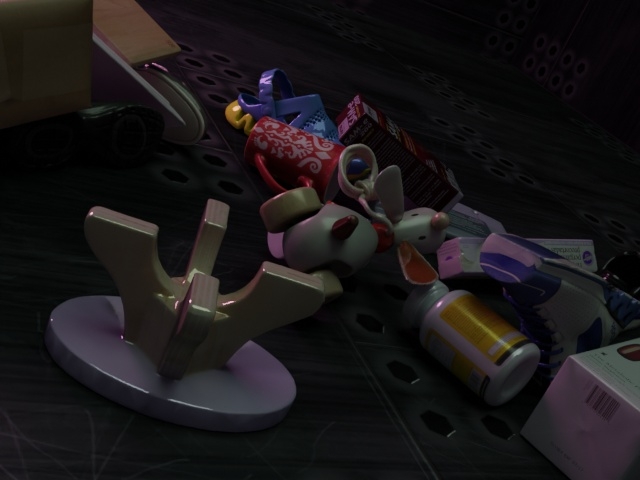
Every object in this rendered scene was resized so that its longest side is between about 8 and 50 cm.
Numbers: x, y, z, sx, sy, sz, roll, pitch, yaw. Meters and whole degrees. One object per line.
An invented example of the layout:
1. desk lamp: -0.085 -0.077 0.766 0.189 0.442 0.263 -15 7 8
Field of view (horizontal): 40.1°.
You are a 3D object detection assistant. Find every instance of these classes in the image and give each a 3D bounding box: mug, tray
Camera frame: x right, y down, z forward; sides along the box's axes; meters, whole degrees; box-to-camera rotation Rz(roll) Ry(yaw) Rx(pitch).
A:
1. mug: -0.047 -0.145 1.551 0.169 0.113 0.150 26 19 12
2. tray: -0.339 -0.260 1.372 0.145 0.030 0.270 1 -27 35

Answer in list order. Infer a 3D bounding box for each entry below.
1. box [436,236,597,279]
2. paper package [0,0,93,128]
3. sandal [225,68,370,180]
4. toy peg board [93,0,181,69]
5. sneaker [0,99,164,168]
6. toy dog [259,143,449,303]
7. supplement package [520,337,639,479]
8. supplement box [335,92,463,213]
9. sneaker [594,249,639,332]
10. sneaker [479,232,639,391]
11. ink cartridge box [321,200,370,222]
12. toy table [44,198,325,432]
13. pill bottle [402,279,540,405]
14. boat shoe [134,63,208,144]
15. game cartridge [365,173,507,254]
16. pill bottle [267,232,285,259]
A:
1. box: 0.350 0.033 1.545 0.324 0.063 0.067 1 -12 -32
2. paper package: -0.511 -0.260 1.149 0.309 0.168 0.325 21 29 27
3. sandal: -0.034 -0.226 1.706 0.317 0.138 0.126 31 22 10
4. toy peg board: -0.343 -0.334 1.450 0.160 0.079 0.161 46 29 1
5. sneaker: -0.363 -0.182 1.327 0.130 0.109 0.286 36 24 32
6. toy dog: 0.072 -0.018 1.213 0.333 0.161 0.220 -38 97 -42
7. supplement package: 0.405 0.228 1.163 0.244 0.134 0.139 -3 36 -48
8. supplement box: 0.140 -0.150 1.578 0.239 0.073 0.130 37 19 -18
9. sneaker: 0.565 0.084 1.616 0.102 0.146 0.293 35 26 25
10. sneaker: 0.330 0.120 1.236 0.315 0.182 0.127 24 6 -41
11. ink cartridge box: 0.016 -0.027 1.417 0.115 0.063 0.029 26 24 3
12. toy table: -0.135 0.075 0.927 0.274 0.161 0.252 14 25 -22
13. pill bottle: 0.202 0.133 1.205 0.103 0.103 0.184 -3 36 -48
14. boat shoe: -0.314 -0.275 1.563 0.335 0.112 0.095 30 28 21
15. game cartridge: 0.220 -0.033 1.650 0.294 0.060 0.196 20 27 -12
16. pill bottle: 0.000 0.000 1.315 0.152 0.086 0.086 5 30 -38
